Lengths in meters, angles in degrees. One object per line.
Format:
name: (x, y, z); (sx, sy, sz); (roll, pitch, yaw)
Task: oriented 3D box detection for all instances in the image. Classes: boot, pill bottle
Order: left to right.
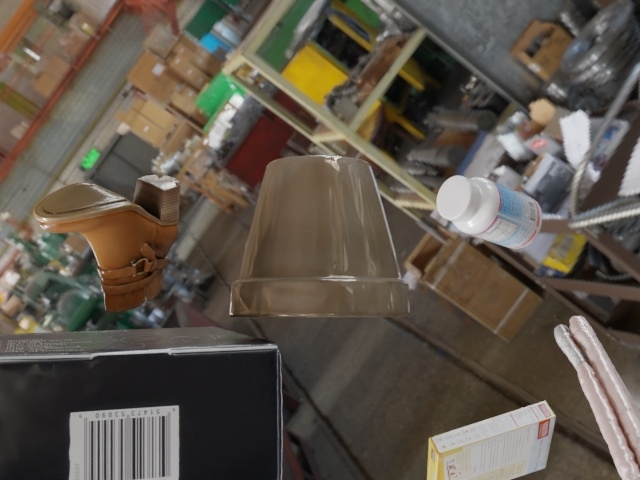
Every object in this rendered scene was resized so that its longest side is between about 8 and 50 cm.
boot: (-0.348, 0.015, 1.360); (0.283, 0.109, 0.220); (-23, -48, -57)
pill bottle: (0.251, -0.045, 1.242); (0.087, 0.160, 0.087); (-23, 59, 45)

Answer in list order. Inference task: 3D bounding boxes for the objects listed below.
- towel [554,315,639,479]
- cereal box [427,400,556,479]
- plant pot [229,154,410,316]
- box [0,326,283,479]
towel: (0.411, 0.293, 1.032); (0.053, 0.331, 0.317); (-30, 24, 15)
cereal box: (0.320, 0.402, 1.566); (0.047, 0.240, 0.172); (-117, 18, -46)
plant pot: (0.000, 0.000, 1.489); (0.323, 0.324, 0.280); (169, 103, -70)
box: (-0.360, 0.312, 1.462); (0.472, 0.480, 0.297); (178, 92, -71)
